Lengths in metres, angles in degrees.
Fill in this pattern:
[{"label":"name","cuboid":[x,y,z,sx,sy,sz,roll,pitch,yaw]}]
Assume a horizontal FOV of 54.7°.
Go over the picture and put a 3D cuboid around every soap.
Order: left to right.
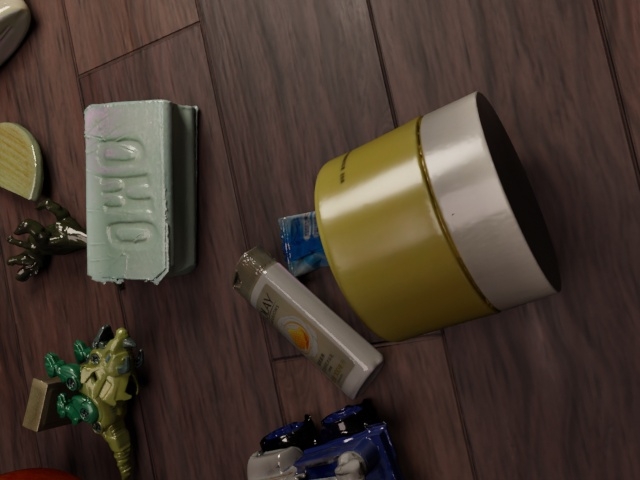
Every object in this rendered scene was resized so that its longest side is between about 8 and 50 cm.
[{"label":"soap","cuboid":[-0.262,-0.069,0.899,0.150,0.094,0.261,1,92,25]}]

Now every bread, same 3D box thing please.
[{"label":"bread","cuboid":[-0.524,-0.143,1.052,0.193,0.036,0.112,19,95,26]}]

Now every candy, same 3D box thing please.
[{"label":"candy","cuboid":[0.000,0.001,0.812,0.136,0.038,0.088,-12,84,34]}]

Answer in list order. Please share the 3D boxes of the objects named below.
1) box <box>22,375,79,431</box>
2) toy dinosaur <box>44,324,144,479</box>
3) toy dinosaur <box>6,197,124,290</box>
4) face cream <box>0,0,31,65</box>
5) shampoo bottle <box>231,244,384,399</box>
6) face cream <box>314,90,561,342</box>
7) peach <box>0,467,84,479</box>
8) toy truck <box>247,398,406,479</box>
[{"label":"box","cuboid":[-0.426,0.257,0.994,0.035,0.083,0.079,12,89,23]},{"label":"toy dinosaur","cuboid":[-0.336,0.251,0.956,0.153,0.094,0.259,6,103,28]},{"label":"toy dinosaur","cuboid":[-0.414,0.024,1.017,0.187,0.087,0.179,-28,117,38]},{"label":"face cream","cuboid":[-0.626,-0.462,1.059,0.173,0.081,0.348,-38,77,21]},{"label":"shampoo bottle","cuboid":[-0.020,0.105,0.808,0.227,0.056,0.086,41,139,18]},{"label":"face cream","cuboid":[0.124,-0.019,0.653,0.179,0.218,0.218,-22,83,25]},{"label":"peach","cuboid":[-0.411,0.497,0.886,0.332,0.308,0.307,42,108,14]},{"label":"toy truck","cuboid":[-0.002,0.305,0.749,0.213,0.177,0.161,-24,83,23]}]
